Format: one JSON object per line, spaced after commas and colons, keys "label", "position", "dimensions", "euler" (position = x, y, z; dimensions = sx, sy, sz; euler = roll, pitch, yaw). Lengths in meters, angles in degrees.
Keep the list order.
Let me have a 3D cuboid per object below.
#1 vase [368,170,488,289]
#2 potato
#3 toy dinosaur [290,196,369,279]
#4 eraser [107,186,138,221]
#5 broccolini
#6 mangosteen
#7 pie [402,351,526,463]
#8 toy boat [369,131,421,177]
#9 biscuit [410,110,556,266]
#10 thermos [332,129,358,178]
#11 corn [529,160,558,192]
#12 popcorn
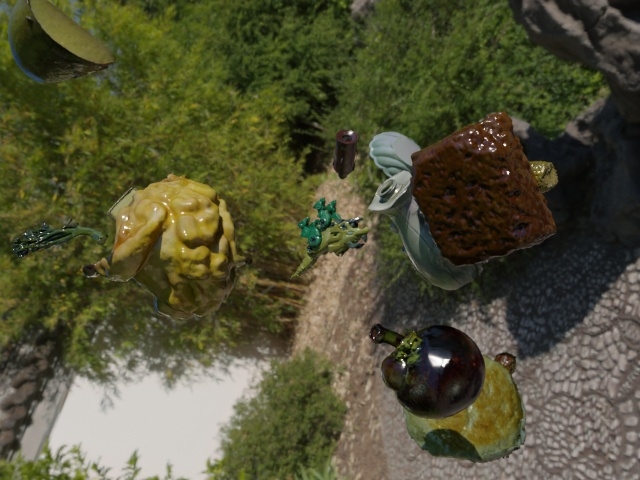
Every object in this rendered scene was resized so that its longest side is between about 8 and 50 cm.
{"label": "vase", "position": [0.364, -0.032, 2.052], "dimensions": [0.250, 0.445, 0.250], "euler": [-38, 21, 18]}
{"label": "potato", "position": [-0.758, -0.511, 1.646], "dimensions": [0.255, 0.269, 0.112], "euler": [-23, 41, 38]}
{"label": "toy dinosaur", "position": [0.000, 0.000, 1.524], "dimensions": [0.259, 0.094, 0.153], "euler": [-37, 68, 23]}
{"label": "eraser", "position": [-0.556, -0.067, 1.832], "dimensions": [0.117, 0.172, 0.058], "euler": [-51, 15, -15]}
{"label": "broccolini", "position": [-0.559, 0.000, 1.260], "dimensions": [0.123, 0.271, 0.062], "euler": [-54, -47, -39]}
{"label": "mangosteen", "position": [0.244, 0.284, 1.391], "dimensions": [0.231, 0.289, 0.231], "euler": [-43, 18, 17]}
{"label": "pie", "position": [0.426, 0.498, 1.847], "dimensions": [0.180, 0.418, 0.395], "euler": [118, 160, -52]}
{"label": "toy boat", "position": [0.325, -0.328, 2.335], "dimensions": [0.199, 0.290, 0.100], "euler": [-38, -8, -28]}
{"label": "biscuit", "position": [0.454, -0.128, 1.731], "dimensions": [0.342, 0.395, 0.166], "euler": [-22, 7, 46]}
{"label": "thermos", "position": [0.102, -0.353, 2.549], "dimensions": [0.232, 0.098, 0.124], "euler": [96, -170, -47]}
{"label": "corn", "position": [0.646, -0.207, 2.054], "dimensions": [0.344, 0.131, 0.131], "euler": [0, 70, 53]}
{"label": "popcorn", "position": [-0.358, 0.027, 1.388], "dimensions": [0.349, 0.381, 0.349], "euler": [40, 137, 52]}
